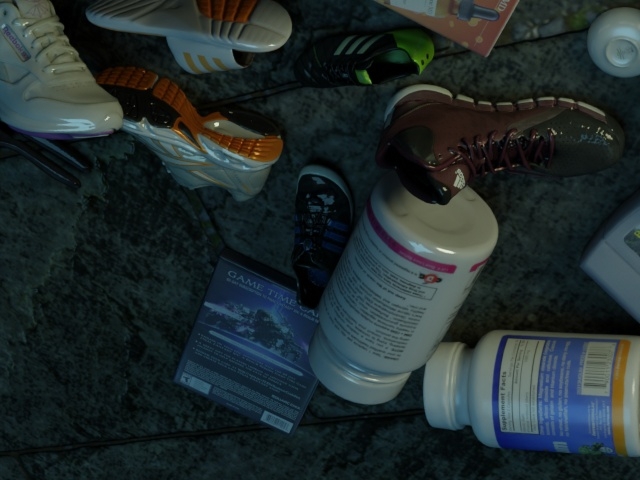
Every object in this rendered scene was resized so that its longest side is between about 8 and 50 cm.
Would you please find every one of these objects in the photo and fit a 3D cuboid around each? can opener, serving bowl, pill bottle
[{"bbox_3d":[-0.388,-0.132,1.878,0.186,0.073,0.059,27,93,-4],"label":"can opener"},{"bbox_3d":[0.329,-0.210,1.538,0.083,0.027,0.083,10,129,13],"label":"serving bowl"},{"bbox_3d":[0.275,0.190,1.794,0.272,0.152,0.152,1,127,22],"label":"pill bottle"},{"bbox_3d":[0.092,0.062,1.749,0.160,0.160,0.283,26,127,1],"label":"pill bottle"}]

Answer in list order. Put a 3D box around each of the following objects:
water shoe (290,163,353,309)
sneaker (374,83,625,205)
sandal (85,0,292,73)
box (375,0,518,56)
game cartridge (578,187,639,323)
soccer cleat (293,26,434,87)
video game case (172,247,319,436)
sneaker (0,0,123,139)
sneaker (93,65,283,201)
[{"bbox_3d":[0.000,0.000,1.800,0.073,0.080,0.203,8,129,16],"label":"water shoe"},{"bbox_3d":[0.193,-0.086,1.599,0.281,0.162,0.106,7,129,17],"label":"sneaker"},{"bbox_3d":[-0.149,-0.241,1.665,0.265,0.102,0.076,12,132,24],"label":"sandal"},{"bbox_3d":[0.136,-0.299,1.501,0.170,0.091,0.130,27,131,0],"label":"box"},{"bbox_3d":[0.452,0.000,1.641,0.196,0.060,0.294,44,130,-10],"label":"game cartridge"},{"bbox_3d":[0.043,-0.203,1.627,0.178,0.072,0.060,-8,123,27],"label":"soccer cleat"},{"bbox_3d":[-0.086,0.149,1.991,0.196,0.026,0.274,25,131,1],"label":"video game case"},{"bbox_3d":[-0.348,-0.219,1.693,0.305,0.114,0.152,31,118,31],"label":"sneaker"},{"bbox_3d":[-0.183,-0.121,1.772,0.262,0.099,0.121,24,136,4],"label":"sneaker"}]
